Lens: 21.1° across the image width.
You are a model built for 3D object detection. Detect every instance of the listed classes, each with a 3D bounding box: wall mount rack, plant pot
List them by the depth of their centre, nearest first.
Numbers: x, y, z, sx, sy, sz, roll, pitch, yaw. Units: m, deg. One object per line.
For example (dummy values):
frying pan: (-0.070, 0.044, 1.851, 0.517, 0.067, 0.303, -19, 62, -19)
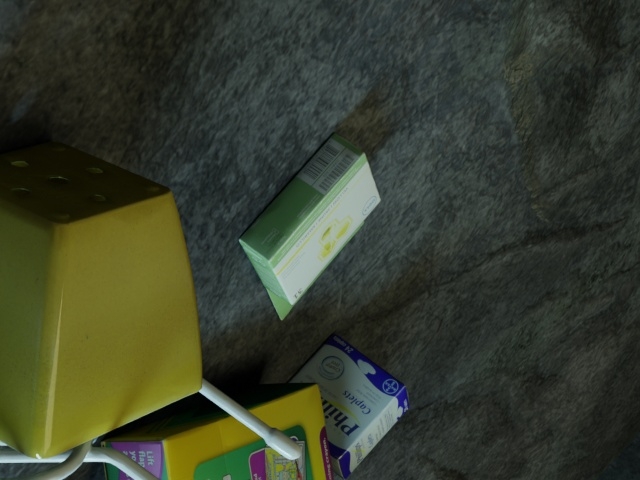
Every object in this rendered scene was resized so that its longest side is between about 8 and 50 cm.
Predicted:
plant pot: (-0.231, 0.033, 1.461, 0.212, 0.212, 0.187, -20, 126, -52)
wall mount rack: (-0.183, 0.182, 1.535, 0.350, 0.304, 0.130, -72, 161, -67)

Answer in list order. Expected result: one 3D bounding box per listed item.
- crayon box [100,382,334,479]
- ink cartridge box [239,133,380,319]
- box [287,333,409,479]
crayon box: (-0.101, 0.376, 2.036, 0.313, 0.106, 0.363, -13, 97, -55)
ink cartridge box: (0.000, 0.000, 2.014, 0.171, 0.056, 0.235, -49, 154, -13)
box: (0.025, 0.217, 2.256, 0.137, 0.126, 0.072, -47, 157, -17)
